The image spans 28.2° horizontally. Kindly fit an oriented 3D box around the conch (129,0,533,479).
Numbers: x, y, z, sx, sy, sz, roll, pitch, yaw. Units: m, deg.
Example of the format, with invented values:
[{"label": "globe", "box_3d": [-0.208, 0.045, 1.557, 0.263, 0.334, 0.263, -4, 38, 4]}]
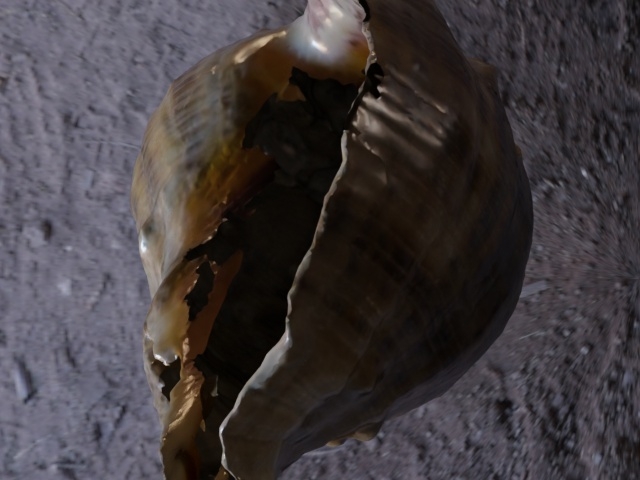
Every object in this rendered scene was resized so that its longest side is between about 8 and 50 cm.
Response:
[{"label": "conch", "box_3d": [0.013, 0.004, 0.543, 0.210, 0.159, 0.291, -42, 34, 34]}]
